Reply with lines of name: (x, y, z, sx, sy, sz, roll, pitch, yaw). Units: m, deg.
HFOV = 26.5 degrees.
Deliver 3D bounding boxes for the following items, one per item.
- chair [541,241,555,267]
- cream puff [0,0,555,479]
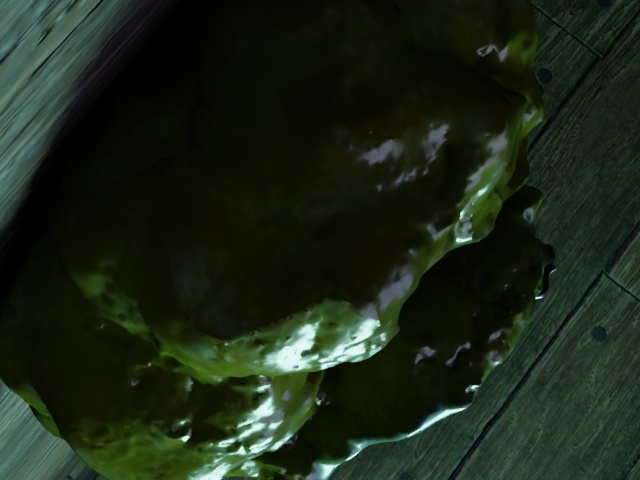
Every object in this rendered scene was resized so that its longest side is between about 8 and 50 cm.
chair: (-0.010, -0.037, 0.950, 0.326, 0.183, 0.175, 22, 115, -42)
cream puff: (0.001, -0.001, 0.586, 0.282, 0.185, 0.282, -51, 176, -5)
